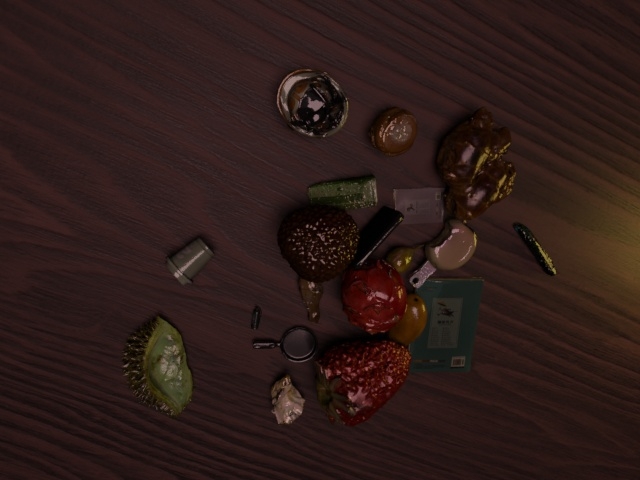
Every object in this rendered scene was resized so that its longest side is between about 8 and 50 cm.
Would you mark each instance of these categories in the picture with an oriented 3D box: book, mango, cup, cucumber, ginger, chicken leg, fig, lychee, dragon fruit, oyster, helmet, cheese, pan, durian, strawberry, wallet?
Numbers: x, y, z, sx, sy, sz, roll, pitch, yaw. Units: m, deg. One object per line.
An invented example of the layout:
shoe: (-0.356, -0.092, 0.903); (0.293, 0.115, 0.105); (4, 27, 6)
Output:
book: (0.459, 0.318, 1.846); (0.263, 0.031, 0.380); (2, 104, -10)
mango: (0.305, 0.290, 1.771); (0.136, 0.099, 0.228); (31, 117, 22)
cup: (-0.416, 0.065, 1.598); (0.141, 0.120, 0.120); (-39, 107, -8)
cucumber: (0.791, 0.030, 1.819); (0.044, 0.043, 0.257); (-42, 106, -2)
book: (0.341, -0.119, 1.720); (0.181, 0.014, 0.127); (-4, 105, -9)
ginger: (0.525, -0.252, 1.644); (0.274, 0.152, 0.358); (-20, 108, -4)
chicken leg: (-0.028, 0.205, 1.720); (0.084, 0.069, 0.198); (-8, 113, -5)
fig: (0.291, 0.043, 1.736); (0.093, 0.093, 0.166); (46, 66, -17)
lychee: (0.000, 0.000, 1.570); (0.267, 0.267, 0.268); (-2, 105, -9)
dragon fruit: (0.176, 0.189, 1.667); (0.240, 0.241, 0.253); (-9, 81, -7)
oyster: (-0.130, 0.585, 1.807); (0.132, 0.072, 0.209); (-31, 127, -7)
helmet: (-0.024, -0.414, 1.524); (0.224, 0.130, 0.199); (32, 94, -5)
cheese: (0.421, 0.055, 1.742); (0.286, 0.082, 0.163); (-43, 106, 3)
pan: (-0.125, 0.369, 1.765); (0.234, 0.028, 0.136); (4, 103, -14)
durian: (-0.558, 0.449, 1.698); (0.198, 0.163, 0.395); (-33, 118, -40)
strawberry: (0.150, 0.488, 1.745); (0.343, 0.292, 0.293); (-11, 107, -25)
wallet: (0.170, -0.005, 1.641); (0.044, 0.149, 0.250); (42, 87, -20)

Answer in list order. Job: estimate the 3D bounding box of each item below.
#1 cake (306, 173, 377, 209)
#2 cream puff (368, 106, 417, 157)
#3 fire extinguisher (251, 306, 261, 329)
cake: (0.076, -0.149, 1.627); (0.235, 0.099, 0.100); (-10, 104, -6)
cream puff: (0.231, -0.351, 1.589); (0.165, 0.115, 0.150); (-16, 114, -14)
fire extinguisher: (-0.222, 0.266, 1.725); (0.038, 0.025, 0.084); (-6, 110, -47)
